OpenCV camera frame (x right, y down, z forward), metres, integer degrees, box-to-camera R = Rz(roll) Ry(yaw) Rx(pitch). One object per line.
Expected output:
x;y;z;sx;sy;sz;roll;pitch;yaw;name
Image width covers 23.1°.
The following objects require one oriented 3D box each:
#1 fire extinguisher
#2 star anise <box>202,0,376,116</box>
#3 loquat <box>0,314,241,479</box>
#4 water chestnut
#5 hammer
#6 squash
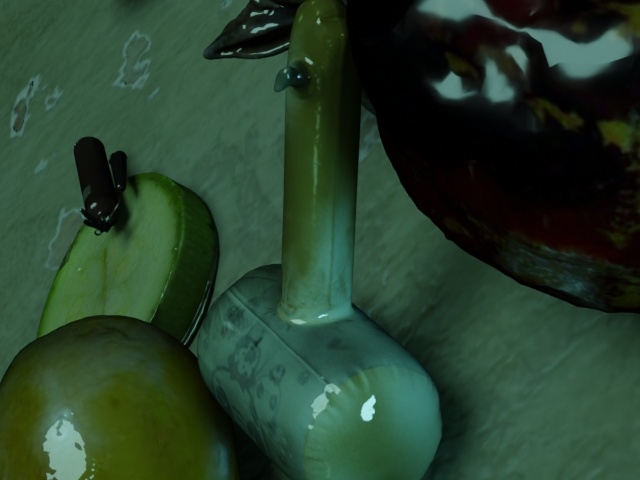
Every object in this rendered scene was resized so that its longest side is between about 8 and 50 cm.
-0.185;-0.049;1.349;0.049;0.035;0.173;-18;30;-4;fire extinguisher
0.036;-0.167;1.070;0.262;0.230;0.081;-4;37;28;star anise
-0.144;0.152;1.087;0.179;0.179;0.227;-40;50;28;loquat
0.142;-0.105;0.842;0.289;0.244;0.289;-33;44;39;water chestnut
0.000;0.000;0.968;0.202;0.113;0.305;34;128;53;hammer
-0.172;0.044;1.309;0.219;0.041;0.219;-31;44;36;squash
